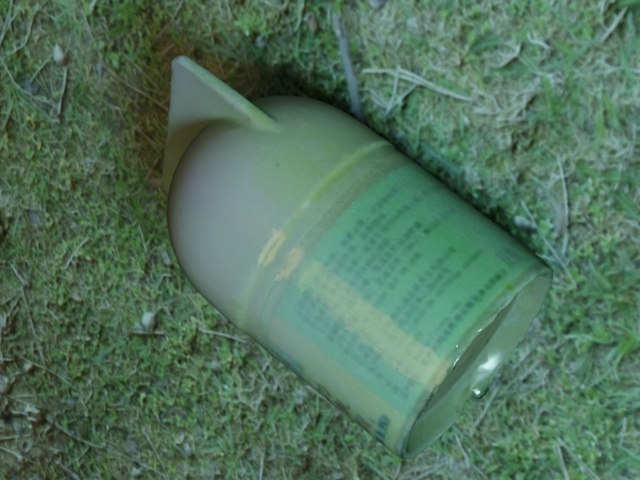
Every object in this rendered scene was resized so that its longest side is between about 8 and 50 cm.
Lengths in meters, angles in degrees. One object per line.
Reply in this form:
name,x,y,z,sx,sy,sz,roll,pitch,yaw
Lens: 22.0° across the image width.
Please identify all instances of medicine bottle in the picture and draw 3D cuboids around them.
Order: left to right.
medicine bottle,0.000,0.000,1.604,0.406,0.236,0.235,38,126,16
